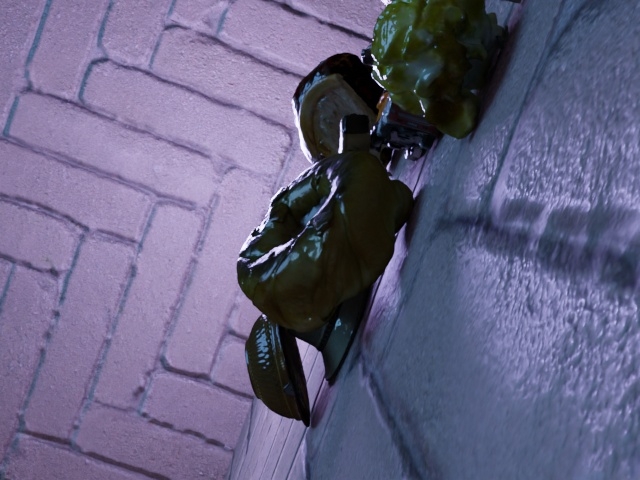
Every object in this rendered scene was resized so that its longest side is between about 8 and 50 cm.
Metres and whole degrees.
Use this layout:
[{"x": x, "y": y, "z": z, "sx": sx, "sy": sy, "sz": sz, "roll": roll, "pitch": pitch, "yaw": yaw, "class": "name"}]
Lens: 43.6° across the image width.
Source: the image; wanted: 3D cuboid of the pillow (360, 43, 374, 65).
[{"x": 0.202, "y": -0.495, "z": 1.874, "sx": 0.255, "sy": 0.059, "sz": 0.169, "roll": -39, "pitch": -2, "yaw": 15, "class": "pillow"}]

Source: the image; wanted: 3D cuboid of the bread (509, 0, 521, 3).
[{"x": 0.267, "y": -0.408, "z": 1.060, "sx": 0.152, "sy": 0.077, "sz": 0.105, "roll": 121, "pitch": 164, "yaw": -55, "class": "bread"}]

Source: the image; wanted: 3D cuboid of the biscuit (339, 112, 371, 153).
[{"x": 0.062, "y": -0.178, "z": 1.487, "sx": 0.188, "sy": 0.056, "sz": 0.052, "roll": 86, "pitch": 180, "yaw": -72, "class": "biscuit"}]

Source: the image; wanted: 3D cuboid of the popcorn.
[{"x": 0.169, "y": -0.249, "z": 1.114, "sx": 0.198, "sy": 0.198, "sz": 0.212, "roll": 117, "pitch": 146, "yaw": -59, "class": "popcorn"}]

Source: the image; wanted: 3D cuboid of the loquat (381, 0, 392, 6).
[{"x": 0.198, "y": -0.554, "z": 1.577, "sx": 0.244, "sy": 0.244, "sz": 0.243, "roll": -160, "pitch": 90, "yaw": -86, "class": "loquat"}]

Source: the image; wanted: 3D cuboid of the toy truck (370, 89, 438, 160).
[{"x": 0.157, "y": -0.227, "z": 1.449, "sx": 0.270, "sy": 0.114, "sz": 0.135, "roll": 152, "pitch": 133, "yaw": -87, "class": "toy truck"}]

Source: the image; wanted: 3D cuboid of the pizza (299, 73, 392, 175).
[{"x": 0.061, "y": -0.229, "z": 1.735, "sx": 0.181, "sy": 0.262, "sz": 0.034, "roll": -48, "pitch": 4, "yaw": 32, "class": "pizza"}]

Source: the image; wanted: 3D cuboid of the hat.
[{"x": -0.001, "y": 0.141, "z": 1.597, "sx": 0.257, "sy": 0.130, "sz": 0.257, "roll": -160, "pitch": 90, "yaw": -85, "class": "hat"}]

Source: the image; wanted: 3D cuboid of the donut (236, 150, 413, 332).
[{"x": 0.000, "y": 0.000, "z": 1.421, "sx": 0.360, "sy": 0.170, "sz": 0.360, "roll": -40, "pitch": 22, "yaw": 20, "class": "donut"}]

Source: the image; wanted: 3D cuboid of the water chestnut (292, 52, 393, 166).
[{"x": 0.074, "y": -0.288, "z": 1.860, "sx": 0.244, "sy": 0.289, "sz": 0.288, "roll": 178, "pitch": 112, "yaw": -75, "class": "water chestnut"}]

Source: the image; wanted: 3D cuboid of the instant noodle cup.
[{"x": -0.095, "y": 0.253, "z": 1.622, "sx": 0.274, "sy": 0.091, "sz": 0.273, "roll": -13, "pitch": -90, "yaw": -87, "class": "instant noodle cup"}]
